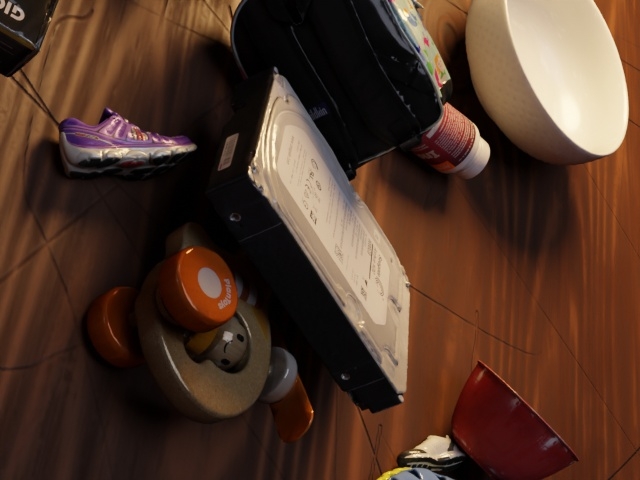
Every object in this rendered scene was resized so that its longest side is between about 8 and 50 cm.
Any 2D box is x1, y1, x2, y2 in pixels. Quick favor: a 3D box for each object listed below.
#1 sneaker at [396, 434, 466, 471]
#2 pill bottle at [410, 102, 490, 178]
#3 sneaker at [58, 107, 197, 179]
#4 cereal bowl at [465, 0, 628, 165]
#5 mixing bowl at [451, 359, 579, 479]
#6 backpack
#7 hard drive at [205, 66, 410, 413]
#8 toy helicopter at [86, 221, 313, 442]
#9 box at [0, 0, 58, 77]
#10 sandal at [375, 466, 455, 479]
[{"bbox_3d":[0.133,0.271,1.545,0.109,0.040,0.044,5,41,-42],"label":"sneaker"},{"bbox_3d":[0.168,-0.148,1.720,0.152,0.086,0.086,31,52,-36],"label":"pill bottle"},{"bbox_3d":[-0.203,-0.108,1.301,0.170,0.068,0.071,-1,69,-48],"label":"sneaker"},{"bbox_3d":[0.337,-0.270,1.921,0.339,0.141,0.339,22,59,-42],"label":"cereal bowl"},{"bbox_3d":[0.236,0.253,1.586,0.098,0.181,0.181,-44,115,-1],"label":"mixing bowl"},{"bbox_3d":[0.021,-0.229,1.482,0.253,0.225,0.191,56,24,-19],"label":"backpack"},{"bbox_3d":[0.000,0.000,1.366,0.339,0.064,0.237,58,22,-28],"label":"hard drive"},{"bbox_3d":[-0.075,0.067,1.322,0.235,0.140,0.355,53,34,-14],"label":"toy helicopter"},{"bbox_3d":[-0.381,-0.345,1.158,0.322,0.079,0.257,31,54,-29],"label":"box"},{"bbox_3d":[0.182,0.340,1.483,0.317,0.138,0.126,12,74,-43],"label":"sandal"}]
